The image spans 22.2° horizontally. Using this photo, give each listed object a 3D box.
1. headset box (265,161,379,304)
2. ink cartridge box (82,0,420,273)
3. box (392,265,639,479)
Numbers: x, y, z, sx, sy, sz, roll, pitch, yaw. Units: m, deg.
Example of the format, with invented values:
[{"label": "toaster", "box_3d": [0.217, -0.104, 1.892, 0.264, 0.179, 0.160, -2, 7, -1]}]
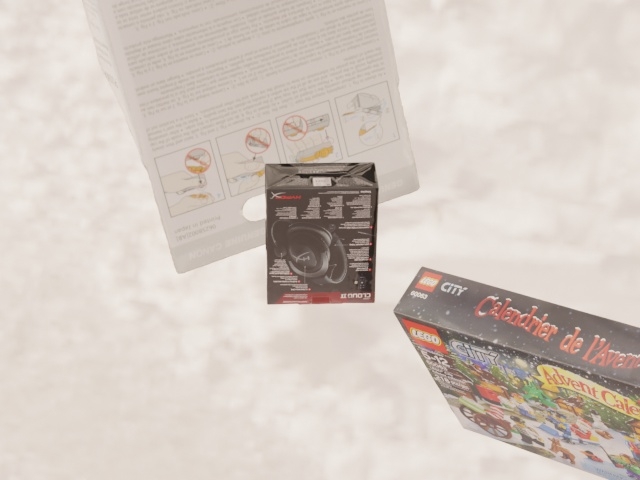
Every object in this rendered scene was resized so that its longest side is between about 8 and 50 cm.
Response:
[{"label": "headset box", "box_3d": [0.000, 0.000, 0.907, 0.062, 0.032, 0.083, -1, 122, -2]}, {"label": "ink cartridge box", "box_3d": [-0.047, -0.118, 1.085, 0.189, 0.066, 0.232, -19, 119, -13]}, {"label": "box", "box_3d": [0.178, 0.106, 1.131, 0.233, 0.044, 0.159, 16, 152, 38]}]
